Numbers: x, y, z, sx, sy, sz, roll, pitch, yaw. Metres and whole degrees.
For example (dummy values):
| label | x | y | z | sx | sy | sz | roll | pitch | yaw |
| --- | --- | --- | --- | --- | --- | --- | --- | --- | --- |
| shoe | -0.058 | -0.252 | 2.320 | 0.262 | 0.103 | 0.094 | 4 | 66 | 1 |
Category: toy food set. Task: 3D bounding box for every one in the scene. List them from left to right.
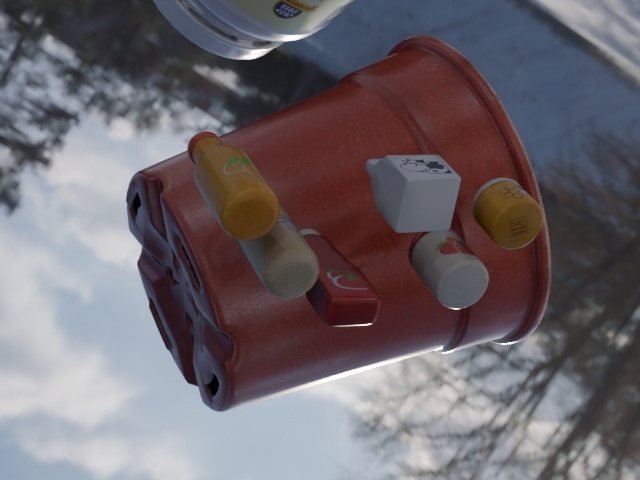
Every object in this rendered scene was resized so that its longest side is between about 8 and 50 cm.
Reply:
| label | x | y | z | sx | sy | sz | roll | pitch | yaw |
| --- | --- | --- | --- | --- | --- | --- | --- | --- | --- |
| toy food set | 0.024 | -0.016 | 0.982 | 0.232 | 0.111 | 0.104 | -3 | -150 | -23 |

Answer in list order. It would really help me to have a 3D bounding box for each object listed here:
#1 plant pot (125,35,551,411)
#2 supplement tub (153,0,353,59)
| label | x | y | z | sx | sy | sz | roll | pitch | yaw |
| --- | --- | --- | --- | --- | --- | --- | --- | --- | --- |
| plant pot | 0.000 | 0.000 | 1.171 | 0.265 | 0.272 | 0.272 | -19 | -143 | -19 |
| supplement tub | -0.022 | -0.353 | 1.489 | 0.235 | 0.325 | 0.235 | 21 | -127 | -31 |
